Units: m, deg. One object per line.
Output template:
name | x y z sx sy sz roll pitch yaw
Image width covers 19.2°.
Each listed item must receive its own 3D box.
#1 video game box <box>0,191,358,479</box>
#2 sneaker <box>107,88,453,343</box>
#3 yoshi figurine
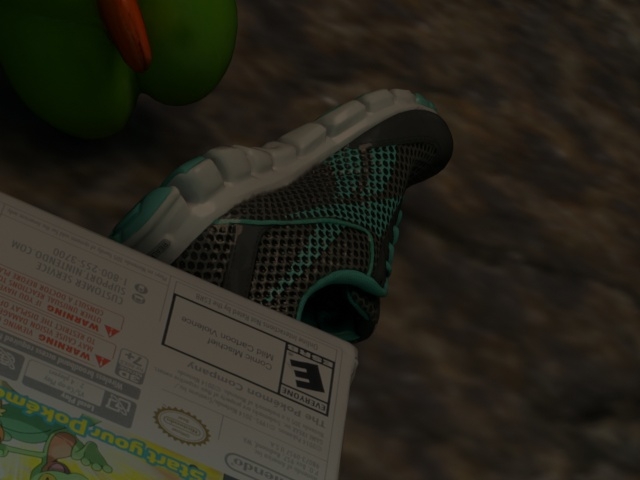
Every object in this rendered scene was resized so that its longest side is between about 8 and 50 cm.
video game box | -0.095 0.060 0.501 0.205 0.048 0.187 24 33 -10
sneaker | 0.000 0.000 0.654 0.166 0.065 0.076 -27 80 -48
yoshi figurine | -0.126 -0.213 0.630 0.203 0.362 0.203 -3 30 23
